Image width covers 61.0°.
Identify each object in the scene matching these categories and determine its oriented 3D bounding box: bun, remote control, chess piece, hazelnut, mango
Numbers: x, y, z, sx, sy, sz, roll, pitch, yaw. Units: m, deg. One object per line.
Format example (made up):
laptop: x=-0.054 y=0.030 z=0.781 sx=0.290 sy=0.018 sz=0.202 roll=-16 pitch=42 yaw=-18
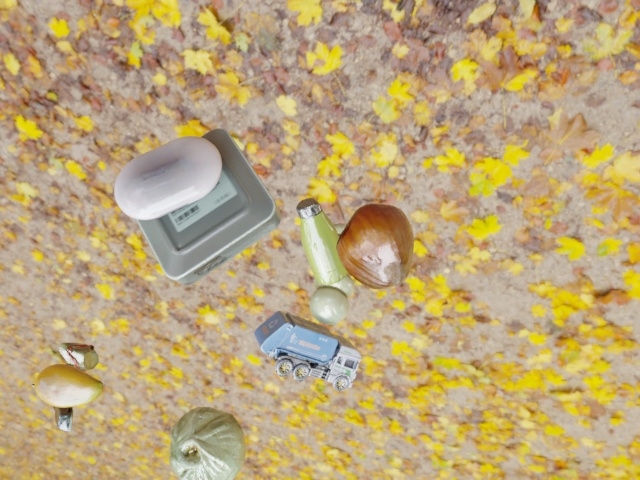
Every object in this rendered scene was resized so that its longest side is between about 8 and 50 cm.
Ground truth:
bun: x=-0.274 y=0.481 z=1.262 sx=0.195 sy=0.196 sz=0.118 roll=-3 pitch=161 yaw=26
remote control: x=-0.743 y=0.490 z=1.566 sx=0.042 sy=0.072 sz=0.222 roll=9 pitch=179 yaw=-32
chess piece: x=0.050 y=0.124 z=1.817 sx=0.182 sy=0.331 sz=0.182 roll=11 pitch=148 yaw=7
remote control: x=-0.446 y=-0.186 z=1.593 sx=0.331 sy=0.221 sz=0.103 roll=-24 pitch=154 yaw=-3
hazelnut: x=0.143 y=0.009 z=1.313 sx=0.210 sy=0.186 sz=0.210 roll=16 pitch=134 yaw=17
mango: x=-0.613 y=0.352 z=1.310 sx=0.187 sy=0.101 sz=0.066 roll=6 pitch=175 yaw=12

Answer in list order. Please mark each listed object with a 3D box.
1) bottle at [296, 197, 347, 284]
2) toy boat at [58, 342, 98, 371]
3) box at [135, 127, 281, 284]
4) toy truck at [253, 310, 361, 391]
bottle: x=0.000 y=0.000 z=1.601 sx=0.112 sy=0.112 sz=0.260 roll=-4 pitch=121 yaw=27
toy boat: x=-0.731 y=0.356 z=1.661 sx=0.071 sy=0.089 sz=0.185 roll=17 pitch=154 yaw=10
box: x=-0.371 y=-0.114 z=1.695 sx=0.397 sy=0.395 sz=0.111 roll=54 pitch=177 yaw=22
toy truck: x=-0.040 y=0.369 z=1.807 sx=0.367 sy=0.175 sz=0.146 roll=23 pitch=-173 yaw=-24
